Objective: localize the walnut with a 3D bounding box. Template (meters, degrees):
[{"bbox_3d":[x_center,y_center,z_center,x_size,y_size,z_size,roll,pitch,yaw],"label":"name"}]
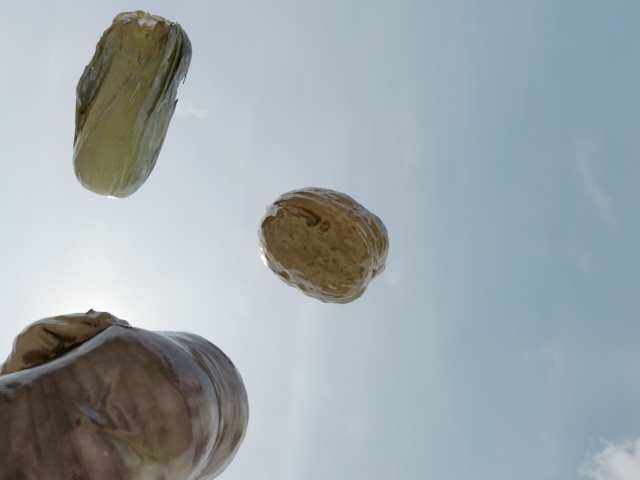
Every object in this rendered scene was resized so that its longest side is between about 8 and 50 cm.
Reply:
[{"bbox_3d":[0.000,0.000,0.850,0.184,0.155,0.155,28,-91,16],"label":"walnut"}]

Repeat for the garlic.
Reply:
[{"bbox_3d":[-0.173,0.135,0.437,0.245,0.245,0.160,-29,-96,8],"label":"garlic"}]

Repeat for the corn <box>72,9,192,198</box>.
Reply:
[{"bbox_3d":[-0.291,-0.203,0.942,0.123,0.122,0.305,28,-61,5],"label":"corn"}]
